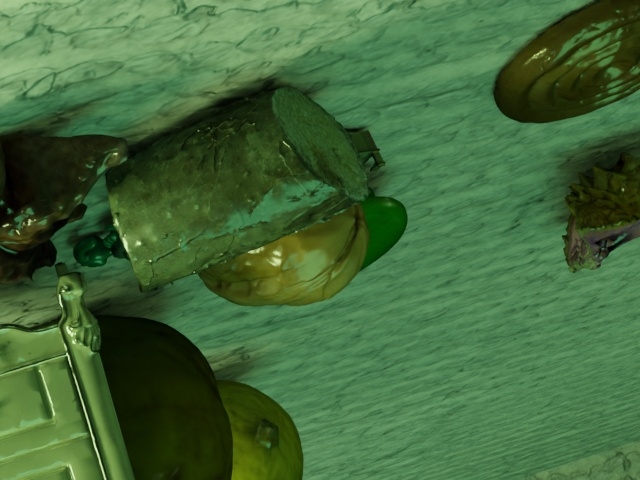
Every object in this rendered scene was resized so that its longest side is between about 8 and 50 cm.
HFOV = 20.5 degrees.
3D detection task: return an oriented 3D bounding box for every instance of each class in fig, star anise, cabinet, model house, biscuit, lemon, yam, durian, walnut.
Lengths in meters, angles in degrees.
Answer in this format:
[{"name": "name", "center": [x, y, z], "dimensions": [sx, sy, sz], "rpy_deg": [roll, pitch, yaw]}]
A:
[{"name": "fig", "center": [-0.277, 0.244, 2.052], "dimensions": [0.343, 0.343, 0.343], "rpy_deg": [-20, 161, -7]}, {"name": "star anise", "center": [-0.327, -0.014, 1.578], "dimensions": [0.292, 0.109, 0.349], "rpy_deg": [-19, 164, -37]}, {"name": "cabinet", "center": [-0.333, 0.212, 1.758], "dimensions": [0.289, 0.318, 0.227], "rpy_deg": [-16, -173, -9]}, {"name": "model house", "center": [0.019, -0.076, 1.886], "dimensions": [0.058, 0.057, 0.083], "rpy_deg": [-11, 160, -44]}, {"name": "biscuit", "center": [0.310, -0.197, 1.919], "dimensions": [0.262, 0.037, 0.262], "rpy_deg": [-20, 162, -7]}, {"name": "lemon", "center": [-0.153, 0.320, 2.478], "dimensions": [0.267, 0.267, 0.267], "rpy_deg": [-20, 161, -7]}, {"name": "yam", "center": [-0.091, -0.053, 1.694], "dimensions": [0.254, 0.154, 0.154], "rpy_deg": [-22, 162, 8]}, {"name": "durian", "center": [0.396, -0.049, 2.329], "dimensions": [0.191, 0.112, 0.341], "rpy_deg": [-33, 169, 1]}, {"name": "walnut", "center": [-0.049, -0.006, 1.840], "dimensions": [0.206, 0.159, 0.159], "rpy_deg": [-7, 173, 34]}]

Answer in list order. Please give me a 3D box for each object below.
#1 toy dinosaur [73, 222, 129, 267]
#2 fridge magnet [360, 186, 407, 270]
[{"name": "toy dinosaur", "center": [-0.210, 0.001, 1.841], "dimensions": [0.096, 0.059, 0.132], "rpy_deg": [-12, 167, -12]}, {"name": "fridge magnet", "center": [0.000, 0.000, 2.020], "dimensions": [0.208, 0.088, 0.208], "rpy_deg": [-20, 160, -8]}]
